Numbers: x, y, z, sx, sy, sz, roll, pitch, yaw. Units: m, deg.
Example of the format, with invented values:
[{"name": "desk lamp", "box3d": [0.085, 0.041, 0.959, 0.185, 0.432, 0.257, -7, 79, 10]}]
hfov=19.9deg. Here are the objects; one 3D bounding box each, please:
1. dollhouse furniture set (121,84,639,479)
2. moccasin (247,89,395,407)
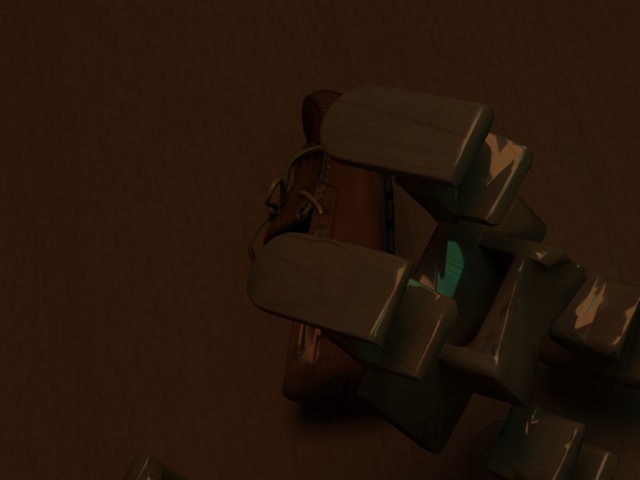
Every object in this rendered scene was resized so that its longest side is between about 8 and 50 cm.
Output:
[{"name": "dollhouse furniture set", "box3d": [0.045, 0.123, 1.489, 0.256, 0.362, 0.394, 14, 70, 42]}, {"name": "moccasin", "box3d": [0.000, 0.002, 1.777, 0.147, 0.139, 0.380, -3, 54, 0]}]
